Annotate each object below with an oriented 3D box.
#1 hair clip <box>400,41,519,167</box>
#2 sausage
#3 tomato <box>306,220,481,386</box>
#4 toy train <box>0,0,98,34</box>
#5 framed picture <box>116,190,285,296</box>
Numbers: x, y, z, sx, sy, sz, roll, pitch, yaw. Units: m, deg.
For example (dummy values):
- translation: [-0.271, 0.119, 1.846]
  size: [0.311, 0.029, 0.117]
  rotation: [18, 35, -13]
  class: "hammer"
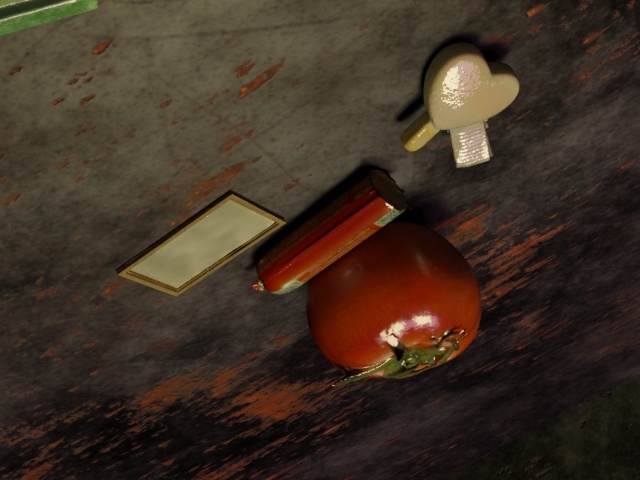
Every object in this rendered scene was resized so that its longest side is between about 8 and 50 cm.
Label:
- translation: [0.173, -0.168, 1.538]
  size: [0.159, 0.071, 0.218]
  rotation: [-21, 149, 0]
  class: "hair clip"
- translation: [0.000, 0.000, 1.682]
  size: [0.264, 0.083, 0.083]
  rotation: [-36, 150, 26]
  class: "sausage"
- translation: [0.107, 0.093, 1.768]
  size: [0.255, 0.224, 0.256]
  rotation: [-16, 155, -8]
  class: "tomato"
- translation: [-0.325, -0.242, 0.955]
  size: [0.300, 0.120, 0.202]
  rotation: [-18, 156, -11]
  class: "toy train"
- translation: [-0.161, 0.008, 1.642]
  size: [0.201, 0.010, 0.136]
  rotation: [-34, 150, 18]
  class: "framed picture"
